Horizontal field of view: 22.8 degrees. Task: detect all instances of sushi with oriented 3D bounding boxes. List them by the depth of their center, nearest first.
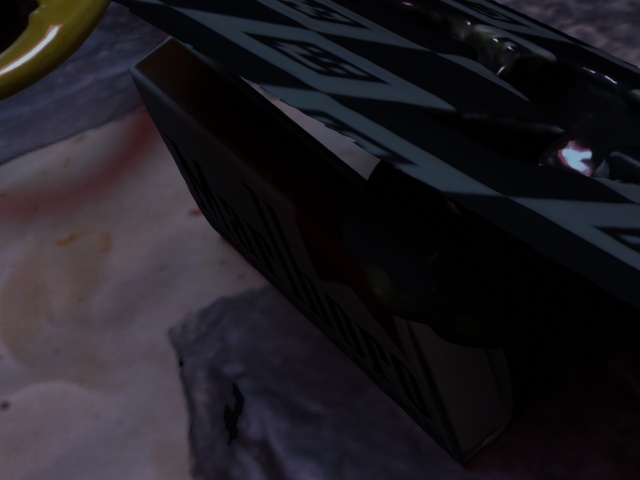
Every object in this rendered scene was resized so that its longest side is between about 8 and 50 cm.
[{"bbox_3d":[0.073,-0.019,0.536,0.343,0.359,0.064,33,109,36],"label":"sushi"}]

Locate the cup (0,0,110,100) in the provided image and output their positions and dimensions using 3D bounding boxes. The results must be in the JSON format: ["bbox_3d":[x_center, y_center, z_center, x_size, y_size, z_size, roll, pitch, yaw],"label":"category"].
[{"bbox_3d":[-0.242,-0.123,0.749,0.255,0.178,0.256,-8,49,49],"label":"cup"}]

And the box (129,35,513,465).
[{"bbox_3d":[0.000,0.000,0.629,0.036,0.115,0.177,-38,52,-13],"label":"box"}]
